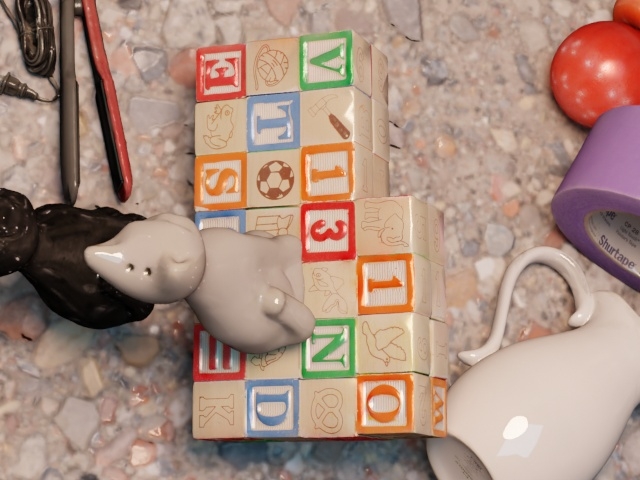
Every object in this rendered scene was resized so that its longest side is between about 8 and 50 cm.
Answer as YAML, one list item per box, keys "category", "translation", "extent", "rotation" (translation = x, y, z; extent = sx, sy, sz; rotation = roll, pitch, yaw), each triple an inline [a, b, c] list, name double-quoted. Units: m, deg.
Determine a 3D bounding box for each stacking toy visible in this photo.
- category: "stacking toy"
  translation: [0.324, -0.212, 1.420]
  extent: [0.330, 0.141, 0.141]
  rotation: [-36, 91, -12]

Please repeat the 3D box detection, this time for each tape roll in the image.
- category: "tape roll"
  translation: [0.281, -0.019, 1.339]
  extent: [0.189, 0.189, 0.080]
  rotation: [33, 74, -7]

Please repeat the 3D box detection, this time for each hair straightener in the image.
- category: "hair straightener"
  translation: [-0.203, -0.137, 1.304]
  extent: [0.089, 0.047, 0.230]
  rotation: [-8, 83, -16]

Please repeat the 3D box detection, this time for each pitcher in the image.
- category: "pitcher"
  translation: [0.167, 0.109, 1.336]
  extent: [0.207, 0.125, 0.178]
  rotation: [-33, 70, -28]

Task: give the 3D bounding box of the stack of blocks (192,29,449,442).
- category: "stack of blocks"
  translation: [0.000, 0.000, 1.274]
  extent: [0.171, 0.087, 0.297]
  rotation: [-4, 80, 20]

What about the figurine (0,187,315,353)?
- category: "figurine"
  translation: [-0.133, 0.016, 1.160]
  extent: [0.215, 0.209, 0.092]
  rotation: [8, 85, 25]
